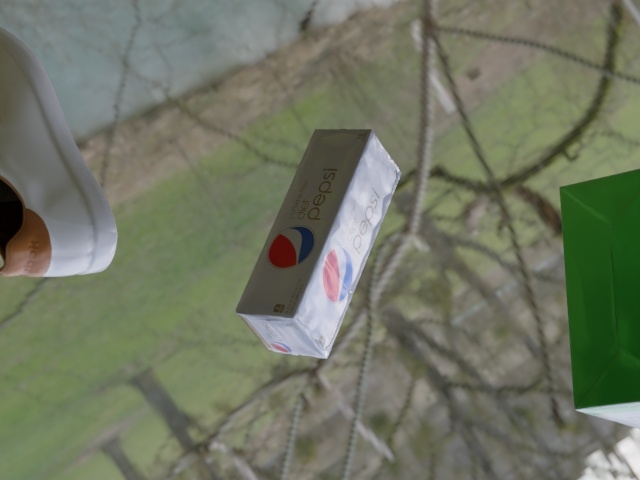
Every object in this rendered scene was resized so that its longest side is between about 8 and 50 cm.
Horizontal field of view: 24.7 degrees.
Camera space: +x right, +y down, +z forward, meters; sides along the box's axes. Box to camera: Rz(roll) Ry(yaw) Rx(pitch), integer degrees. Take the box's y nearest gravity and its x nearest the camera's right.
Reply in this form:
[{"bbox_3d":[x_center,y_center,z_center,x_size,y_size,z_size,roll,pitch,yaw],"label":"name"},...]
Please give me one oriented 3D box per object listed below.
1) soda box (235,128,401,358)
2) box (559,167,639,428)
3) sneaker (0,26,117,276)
[{"bbox_3d":[0.000,0.000,1.372,0.069,0.074,0.216,3,-123,33],"label":"soda box"},{"bbox_3d":[0.386,0.075,1.673,0.127,0.262,0.231,-11,162,32],"label":"box"},{"bbox_3d":[-0.289,-0.087,1.257,0.123,0.290,0.106,-10,143,-39],"label":"sneaker"}]
